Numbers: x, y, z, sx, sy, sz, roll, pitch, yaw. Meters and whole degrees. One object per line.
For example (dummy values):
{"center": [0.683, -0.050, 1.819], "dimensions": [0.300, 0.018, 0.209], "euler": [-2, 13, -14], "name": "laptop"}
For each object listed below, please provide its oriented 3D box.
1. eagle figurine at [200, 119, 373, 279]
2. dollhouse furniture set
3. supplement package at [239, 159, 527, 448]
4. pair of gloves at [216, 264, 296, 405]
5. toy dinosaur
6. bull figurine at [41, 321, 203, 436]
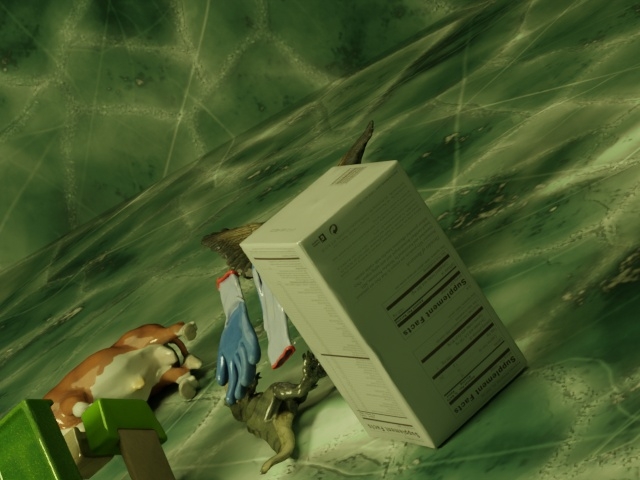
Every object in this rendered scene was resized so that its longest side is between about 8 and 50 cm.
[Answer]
{"center": [-0.001, 0.007, 2.076], "dimensions": [0.226, 0.298, 0.225], "euler": [-5, -42, -25], "name": "eagle figurine"}
{"center": [-0.316, 0.317, 1.965], "dimensions": [0.301, 0.151, 0.197], "euler": [-41, -28, 27], "name": "dollhouse furniture set"}
{"center": [0.061, 0.061, 1.712], "dimensions": [0.134, 0.244, 0.139], "euler": [-40, 17, -21], "name": "supplement package"}
{"center": [-0.073, 0.081, 1.936], "dimensions": [0.023, 0.159, 0.198], "euler": [6, -31, -27], "name": "pair of gloves"}
{"center": [-0.040, 0.176, 1.927], "dimensions": [0.118, 0.064, 0.268], "euler": [-48, 16, 0], "name": "toy dinosaur"}
{"center": [-0.276, 0.207, 2.250], "dimensions": [0.188, 0.101, 0.310], "euler": [-7, 32, 52], "name": "bull figurine"}
